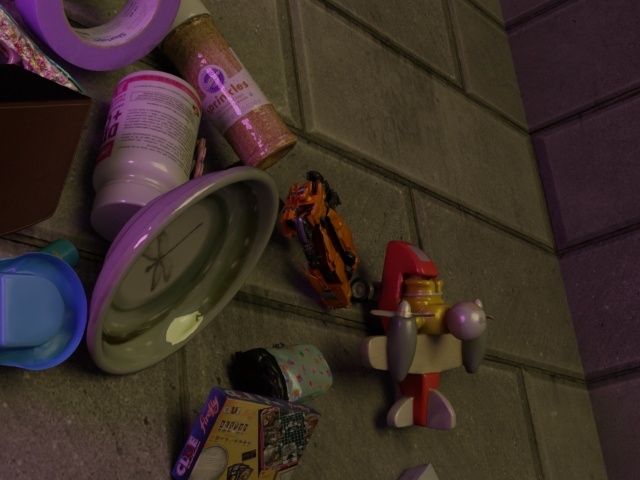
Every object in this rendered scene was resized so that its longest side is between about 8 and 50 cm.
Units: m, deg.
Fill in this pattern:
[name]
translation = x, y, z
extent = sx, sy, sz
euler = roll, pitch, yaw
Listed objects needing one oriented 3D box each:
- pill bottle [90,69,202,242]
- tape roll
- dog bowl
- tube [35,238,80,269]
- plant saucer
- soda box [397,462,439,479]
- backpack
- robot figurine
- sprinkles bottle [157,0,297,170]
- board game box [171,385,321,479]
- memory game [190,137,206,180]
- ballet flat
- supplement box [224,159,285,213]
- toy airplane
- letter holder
[pill bottle]
translation = -0.299, -0.139, 1.656
extent = 0.160, 0.160, 0.283
euler = 37, 44, -38
[tape roll]
translation = -0.371, -0.430, 1.633
extent = 0.275, 0.274, 0.090
euler = 18, 15, -49
[dog bowl]
translation = -0.465, 0.098, 1.324
extent = 0.297, 0.074, 0.165
euler = 4, 81, -47
[tube]
translation = -0.446, 0.067, 1.438
extent = 0.080, 0.052, 0.207
euler = 55, 41, -9
[plant saucer]
translation = -0.233, 0.029, 1.529
extent = 0.100, 0.400, 0.400
euler = 39, 28, 19
[soda box]
translation = 0.178, 0.552, 2.014
extent = 0.216, 0.069, 0.073
euler = -33, 98, -57
[backpack]
translation = -0.065, 0.260, 1.799
extent = 0.182, 0.115, 0.151
euler = 0, 69, -58
[robot figurine]
translation = 0.000, 0.000, 2.005
extent = 0.211, 0.085, 0.291
euler = -76, 149, -43
[sprinkles bottle]
translation = -0.189, -0.302, 1.875
extent = 0.355, 0.121, 0.121
euler = 55, 33, 5
[board game box]
translation = -0.121, 0.345, 1.648
extent = 0.243, 0.042, 0.165
euler = 23, 95, -48
[memory game]
translation = -0.237, -0.095, 1.719
extent = 0.012, 0.186, 0.186
euler = 16, 54, -17
[ballet flat]
translation = -0.488, -0.291, 1.569
extent = 0.241, 0.091, 0.077
euler = 47, 69, -22
[supplement box]
translation = -0.168, -0.047, 1.867
extent = 0.130, 0.073, 0.239
euler = 56, 35, -19
[toy airplane]
translation = 0.241, 0.225, 2.108
extent = 0.384, 0.273, 0.386
euler = 52, 36, -23
[letter holder]
translation = -0.491, -0.124, 1.364
extent = 0.152, 0.214, 0.302
euler = 24, 16, 13
